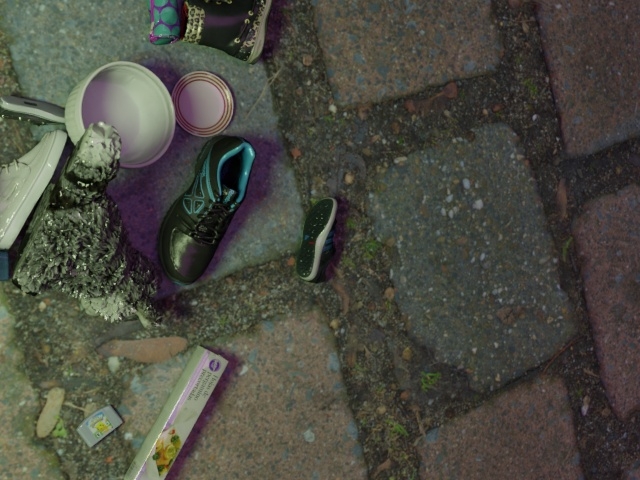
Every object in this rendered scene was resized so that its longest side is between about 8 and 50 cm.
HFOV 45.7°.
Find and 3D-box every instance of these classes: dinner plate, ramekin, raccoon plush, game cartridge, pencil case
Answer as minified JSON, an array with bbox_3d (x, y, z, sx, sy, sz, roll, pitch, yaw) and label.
[{"bbox_3d":[-0.257,-0.295,1.648,0.141,0.017,0.141,-2,94,-27],"label":"dinner plate"},{"bbox_3d":[-0.403,-0.242,1.503,0.207,0.109,0.207,-1,91,-41],"label":"ramekin"},{"bbox_3d":[-0.371,0.013,1.403,0.299,0.446,0.216,24,55,-25],"label":"raccoon plush"},{"bbox_3d":[-0.459,0.381,1.572,0.083,0.017,0.056,-38,104,-21],"label":"game cartridge"},{"bbox_3d":[-0.331,-0.487,1.575,0.070,0.065,0.151,-12,97,-52],"label":"pencil case"}]

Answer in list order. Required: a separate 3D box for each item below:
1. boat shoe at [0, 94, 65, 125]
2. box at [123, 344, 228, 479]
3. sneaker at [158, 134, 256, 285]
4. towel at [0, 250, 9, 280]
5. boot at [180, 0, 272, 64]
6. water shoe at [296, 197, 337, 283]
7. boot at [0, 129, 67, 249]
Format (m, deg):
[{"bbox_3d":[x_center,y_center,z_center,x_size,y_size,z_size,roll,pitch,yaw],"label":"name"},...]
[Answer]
[{"bbox_3d":[-0.557,-0.247,1.483,0.142,0.049,0.040,11,122,-34],"label":"boat shoe"},{"bbox_3d":[-0.308,0.383,1.622,0.063,0.067,0.324,34,76,-25],"label":"box"},{"bbox_3d":[-0.239,-0.068,1.598,0.125,0.140,0.340,21,84,-30],"label":"sneaker"},{"bbox_3d":[-0.654,0.047,1.439,0.120,0.029,0.067,0,120,-24],"label":"towel"},{"bbox_3d":[-0.200,-0.512,1.632,0.179,0.085,0.236,8,89,-25],"label":"boot"},{"bbox_3d":[0.000,0.000,1.776,0.080,0.073,0.203,29,77,-52],"label":"water shoe"},{"bbox_3d":[-0.591,-0.119,1.439,0.123,0.095,0.258,31,76,-27],"label":"boot"}]
